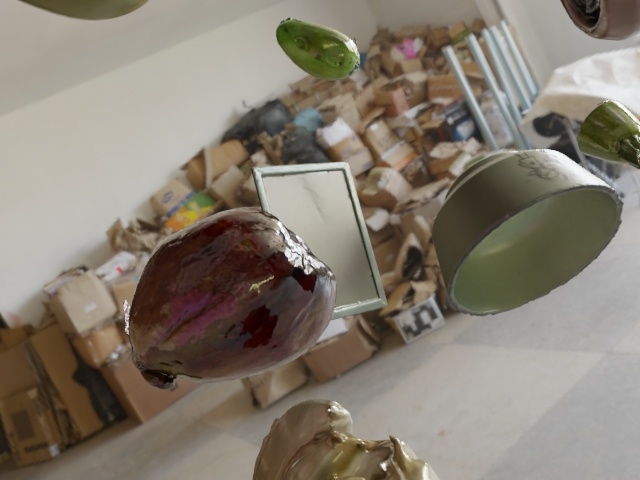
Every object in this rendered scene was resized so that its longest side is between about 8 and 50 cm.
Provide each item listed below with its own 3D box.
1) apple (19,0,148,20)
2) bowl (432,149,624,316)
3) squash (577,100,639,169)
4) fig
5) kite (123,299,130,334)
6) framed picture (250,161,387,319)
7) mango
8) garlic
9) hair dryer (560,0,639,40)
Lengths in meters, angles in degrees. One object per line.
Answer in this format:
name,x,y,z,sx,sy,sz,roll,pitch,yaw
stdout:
apple,-0.283,-0.379,0.754,0.262,0.263,0.262,-28,8,4
bowl,0.212,-0.022,0.751,0.211,0.112,0.211,-16,-35,-12
squash,0.509,-0.161,1.121,0.105,0.105,0.132,-29,38,-4
fig,-0.108,0.067,0.831,0.262,0.224,0.224,-12,2,-18
kite,-0.363,0.178,1.388,0.011,0.139,0.156,-36,-10,8
framed picture,0.000,0.000,1.138,0.217,0.275,0.017,-6,-12,-38
mango,-0.007,-0.377,1.336,0.119,0.178,0.100,-85,19,-71
garlic,0.035,0.255,0.591,0.281,0.184,0.203,-103,35,-77
hair dryer,0.237,-0.260,0.537,0.189,0.107,0.344,-25,25,7
